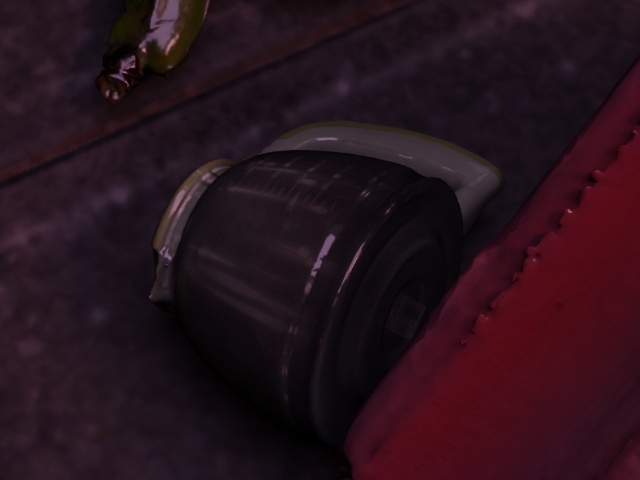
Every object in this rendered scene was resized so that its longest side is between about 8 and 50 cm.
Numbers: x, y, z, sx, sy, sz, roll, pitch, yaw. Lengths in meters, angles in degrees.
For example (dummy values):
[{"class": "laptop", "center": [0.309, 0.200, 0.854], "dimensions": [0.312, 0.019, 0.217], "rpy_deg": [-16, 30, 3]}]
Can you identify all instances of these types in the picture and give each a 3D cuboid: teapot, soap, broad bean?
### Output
[{"class": "teapot", "center": [-0.003, 0.008, 0.589], "dimensions": [0.091, 0.124, 0.092], "rpy_deg": [23, 105, 24]}, {"class": "soap", "center": [0.110, 0.018, 0.519], "dimensions": [0.099, 0.162, 0.250], "rpy_deg": [42, 110, 14]}, {"class": "broad bean", "center": [-0.090, -0.141, 0.659], "dimensions": [0.061, 0.046, 0.195], "rpy_deg": [-20, 70, -18]}]
